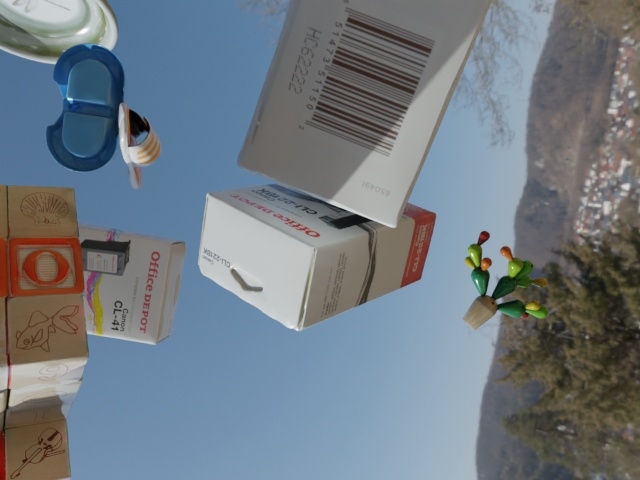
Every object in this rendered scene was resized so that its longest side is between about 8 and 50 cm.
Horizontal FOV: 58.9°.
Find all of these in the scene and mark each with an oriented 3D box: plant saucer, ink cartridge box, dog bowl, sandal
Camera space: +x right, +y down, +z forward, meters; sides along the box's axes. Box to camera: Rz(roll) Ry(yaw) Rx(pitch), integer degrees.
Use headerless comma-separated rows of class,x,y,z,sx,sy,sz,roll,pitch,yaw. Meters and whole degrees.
plant saucer,-0.708,-0.596,1.411,0.400,0.400,0.101,41,-133,-62
ink cartridge box,-0.469,0.085,1.225,0.131,0.306,0.226,-37,-44,-88
dog bowl,-0.545,-0.308,1.346,0.074,0.165,0.297,-132,49,-87
sandal,-0.375,-0.197,1.198,0.265,0.076,0.102,115,148,-65
ink cartridge box,0.000,0.000,0.782,0.273,0.197,0.114,-16,-56,-48

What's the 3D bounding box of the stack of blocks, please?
stack of blocks,-0.248,0.112,0.442,0.087,0.297,0.171,-1,-122,-31

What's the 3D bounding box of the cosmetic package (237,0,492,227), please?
cosmetic package,0.062,-0.191,0.684,0.453,0.161,0.230,-60,-9,-75

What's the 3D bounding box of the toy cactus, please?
toy cactus,0.359,0.102,1.165,0.180,0.219,0.112,-47,16,2
